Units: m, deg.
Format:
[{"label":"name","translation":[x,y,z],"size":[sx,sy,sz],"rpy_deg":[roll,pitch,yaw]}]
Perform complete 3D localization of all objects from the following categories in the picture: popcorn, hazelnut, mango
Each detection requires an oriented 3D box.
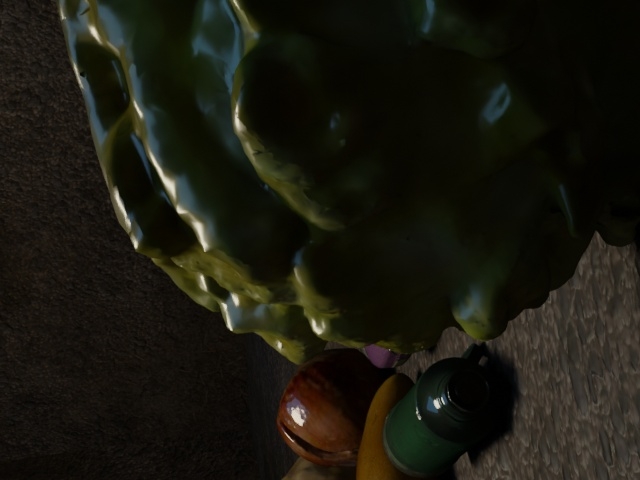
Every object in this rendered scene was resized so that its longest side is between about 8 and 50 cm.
[{"label":"popcorn","translation":[0.017,-0.095,0.652],"size":[0.312,0.312,0.312],"rpy_deg":[173,90,-82]},{"label":"hazelnut","translation":[0.024,0.196,1.479],"size":[0.154,0.143,0.143],"rpy_deg":[83,178,-72]},{"label":"mango","translation":[0.074,0.218,1.266],"size":[0.102,0.085,0.184],"rpy_deg":[93,173,-48]}]

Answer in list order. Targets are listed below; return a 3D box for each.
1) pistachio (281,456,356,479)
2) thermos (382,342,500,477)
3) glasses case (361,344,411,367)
[{"label":"pistachio","translation":[0.016,0.389,1.554],"size":[0.181,0.162,0.293],"rpy_deg":[41,-145,-61]},{"label":"thermos","translation":[0.105,0.141,1.059],"size":[0.073,0.083,0.187],"rpy_deg":[59,164,13]},{"label":"glasses case","translation":[0.044,-0.026,1.285],"size":[0.123,0.076,0.316],"rpy_deg":[105,157,-59]}]
